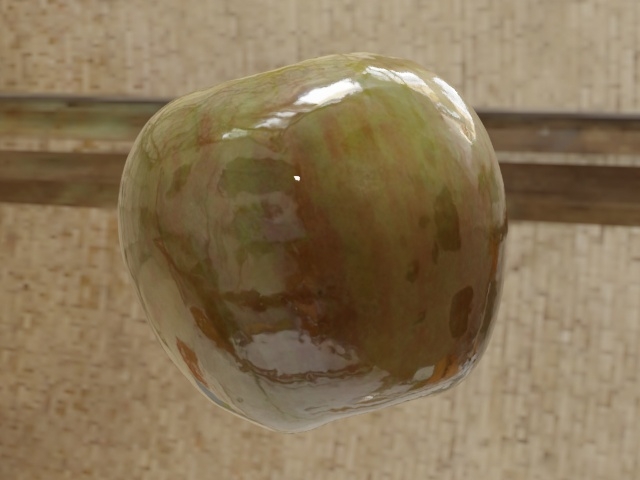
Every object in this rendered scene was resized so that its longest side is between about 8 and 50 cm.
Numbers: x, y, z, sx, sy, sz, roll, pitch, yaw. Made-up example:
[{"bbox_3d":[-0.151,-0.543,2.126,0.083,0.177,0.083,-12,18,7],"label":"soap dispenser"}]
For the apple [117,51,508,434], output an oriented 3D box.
[{"bbox_3d":[0.000,0.000,1.158,0.257,0.257,0.234,-21,-86,-48],"label":"apple"}]
